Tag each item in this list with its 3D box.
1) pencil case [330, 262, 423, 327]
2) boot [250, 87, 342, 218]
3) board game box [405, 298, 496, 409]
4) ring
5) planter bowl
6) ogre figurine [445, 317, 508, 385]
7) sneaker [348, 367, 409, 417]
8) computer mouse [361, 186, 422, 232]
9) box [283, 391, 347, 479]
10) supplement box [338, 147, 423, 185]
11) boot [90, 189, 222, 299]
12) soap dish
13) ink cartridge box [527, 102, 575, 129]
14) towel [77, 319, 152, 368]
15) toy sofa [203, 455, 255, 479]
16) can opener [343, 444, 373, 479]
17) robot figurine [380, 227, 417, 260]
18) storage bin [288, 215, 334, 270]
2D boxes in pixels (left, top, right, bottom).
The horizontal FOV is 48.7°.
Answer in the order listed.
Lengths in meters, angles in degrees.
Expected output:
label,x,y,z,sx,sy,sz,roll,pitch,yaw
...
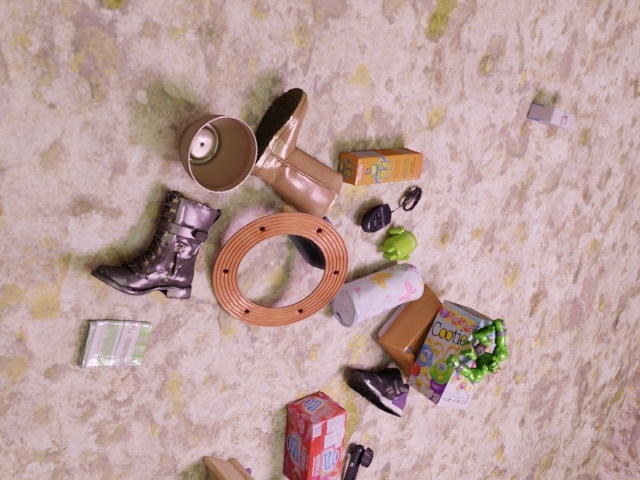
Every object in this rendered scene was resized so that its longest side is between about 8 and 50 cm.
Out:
label,x,y,z,sx,sy,sz,roll,pitch,yaw
pencil case,0.161,0.152,1.975,0.273,0.113,0.124,-20,132,-32
boot,-0.038,-0.199,1.666,0.269,0.089,0.236,30,99,-44
board game box,0.394,0.334,2.070,0.144,0.142,0.275,19,98,-42
ring,-0.095,0.071,1.711,0.337,0.032,0.336,-9,125,-14
planter bowl,-0.229,-0.193,1.486,0.162,0.109,0.162,-18,121,-32
ogre figurine,0.448,0.313,1.949,0.197,0.097,0.118,-44,112,-31
sneaker,0.182,0.429,2.152,0.283,0.107,0.124,47,63,-46
computer mouse,0.194,-0.089,1.946,0.242,0.041,0.071,-29,125,-35
box,-0.017,0.582,2.021,0.128,0.123,0.257,-13,118,-35
supplement box,0.157,-0.192,1.833,0.233,0.080,0.078,-9,113,-35
boot,-0.347,0.001,1.510,0.263,0.091,0.229,11,97,-47
soap dish,0.323,0.305,2.179,0.229,0.118,0.291,-48,133,-12
ink cartridge box,0.720,-0.386,2.202,0.122,0.088,0.052,8,102,-42
towel,-0.450,0.231,1.561,0.152,0.023,0.113,7,106,-42
toy sofa,-0.292,0.767,1.862,0.177,0.150,0.362,32,88,-43
can opener,0.106,0.723,2.240,0.059,0.073,0.186,-2,121,-48
robot figurine,0.225,0.014,1.993,0.115,0.067,0.101,-29,114,-27
storage bin,0.000,0.000,1.788,0.091,0.098,0.135,-54,135,-20
